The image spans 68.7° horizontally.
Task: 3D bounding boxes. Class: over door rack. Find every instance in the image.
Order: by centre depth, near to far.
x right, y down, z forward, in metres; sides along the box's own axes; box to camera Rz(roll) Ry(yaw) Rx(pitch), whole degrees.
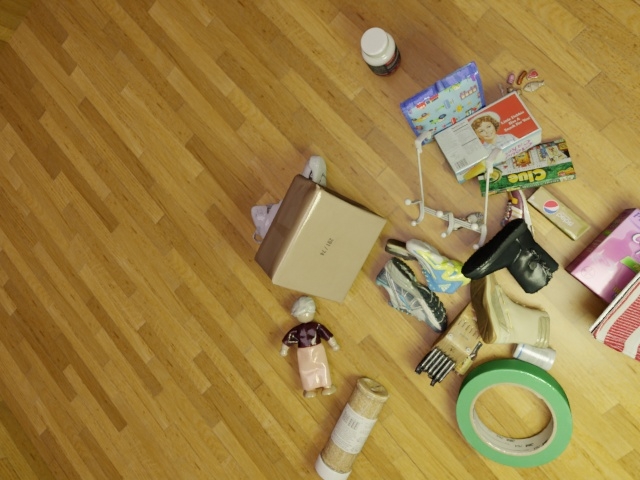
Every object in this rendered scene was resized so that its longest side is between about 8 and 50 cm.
[{"bbox_3d":[0.371,-0.135,1.365,0.240,0.108,0.324,25,139,33],"label":"over door rack"}]

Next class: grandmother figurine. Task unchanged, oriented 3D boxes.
[{"bbox_3d":[-0.042,0.365,1.641,0.208,0.104,0.342,-8,86,-9],"label":"grandmother figurine"}]

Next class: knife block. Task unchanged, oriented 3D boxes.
[{"bbox_3d":[0.418,0.332,1.498,0.088,0.242,0.276,40,59,12],"label":"knife block"}]

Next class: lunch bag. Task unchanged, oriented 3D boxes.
[{"bbox_3d":[0.357,-0.405,1.368,0.221,0.293,0.138,-25,84,17],"label":"lunch bag"}]

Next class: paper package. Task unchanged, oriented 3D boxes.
[{"bbox_3d":[0.000,0.000,1.492,0.324,0.310,0.168,-62,36,9],"label":"paper package"}]

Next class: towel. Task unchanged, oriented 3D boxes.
[{"bbox_3d":[0.901,0.222,1.246,0.329,0.037,0.237,26,107,-19],"label":"towel"}]

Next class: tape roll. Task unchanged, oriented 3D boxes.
[{"bbox_3d":[0.578,0.520,1.414,0.322,0.077,0.320,6,105,22],"label":"tape roll"}]

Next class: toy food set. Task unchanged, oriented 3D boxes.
[{"bbox_3d":[0.610,-0.480,1.424,0.122,0.019,0.077,-21,86,18],"label":"toy food set"}]

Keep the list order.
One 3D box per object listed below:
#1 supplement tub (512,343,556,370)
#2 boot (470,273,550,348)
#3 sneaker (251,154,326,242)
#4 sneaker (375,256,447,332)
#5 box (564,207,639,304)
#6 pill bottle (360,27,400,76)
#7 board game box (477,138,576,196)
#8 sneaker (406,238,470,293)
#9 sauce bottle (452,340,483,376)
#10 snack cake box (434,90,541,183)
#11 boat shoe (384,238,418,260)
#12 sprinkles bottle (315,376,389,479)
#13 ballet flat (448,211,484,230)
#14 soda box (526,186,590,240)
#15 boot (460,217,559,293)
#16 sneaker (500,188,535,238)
[{"bbox_3d":[0.645,0.341,1.417,0.107,0.071,0.070,23,99,17],"label":"supplement tub"},{"bbox_3d":[0.574,0.196,1.417,0.204,0.095,0.261,8,53,-10],"label":"boot"},{"bbox_3d":[-0.115,-0.131,1.618,0.210,0.137,0.365,17,101,14],"label":"sneaker"},{"bbox_3d":[0.295,0.192,1.527,0.283,0.110,0.122,51,121,15],"label":"sneaker"},{"bbox_3d":[0.866,0.069,1.309,0.213,0.117,0.243,43,104,12],"label":"box"},{"bbox_3d":[0.187,-0.595,1.478,0.108,0.180,0.107,1,93,19],"label":"pill bottle"},{"bbox_3d":[0.605,-0.216,1.402,0.260,0.030,0.136,-11,62,18],"label":"board game box"},{"bbox_3d":[0.352,0.096,1.471,0.240,0.091,0.126,29,111,-6],"label":"sneaker"},{"bbox_3d":[0.471,0.373,1.493,0.042,0.042,0.128,32,100,15],"label":"sauce bottle"},{"bbox_3d":[0.498,-0.306,1.407,0.265,0.089,0.152,-28,64,15],"label":"snack cake box"},{"bbox_3d":[0.285,0.041,1.541,0.152,0.056,0.049,23,126,8],"label":"boat shoe"},{"bbox_3d":[0.106,0.642,1.583,0.121,0.121,0.355,28,100,16],"label":"sprinkles bottle"},{"bbox_3d":[0.460,-0.058,1.481,0.115,0.041,0.041,-20,86,18],"label":"ballet flat"},{"bbox_3d":[0.700,-0.079,1.387,0.181,0.061,0.058,44,104,12],"label":"soda box"},{"bbox_3d":[0.559,0.085,1.366,0.246,0.094,0.207,-42,102,-6],"label":"boot"},{"bbox_3d":[0.585,-0.080,1.422,0.084,0.069,0.185,-17,86,13],"label":"sneaker"}]
